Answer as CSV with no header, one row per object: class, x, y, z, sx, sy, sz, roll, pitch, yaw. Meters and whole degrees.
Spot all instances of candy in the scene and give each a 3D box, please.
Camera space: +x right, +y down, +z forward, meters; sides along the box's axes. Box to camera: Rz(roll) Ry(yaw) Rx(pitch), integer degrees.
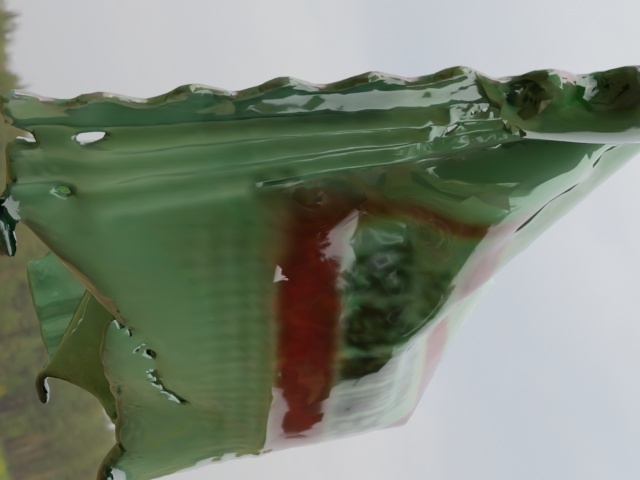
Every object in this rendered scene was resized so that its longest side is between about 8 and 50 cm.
candy,-0.001,-0.007,0.579,0.398,0.262,0.172,120,-46,-72
